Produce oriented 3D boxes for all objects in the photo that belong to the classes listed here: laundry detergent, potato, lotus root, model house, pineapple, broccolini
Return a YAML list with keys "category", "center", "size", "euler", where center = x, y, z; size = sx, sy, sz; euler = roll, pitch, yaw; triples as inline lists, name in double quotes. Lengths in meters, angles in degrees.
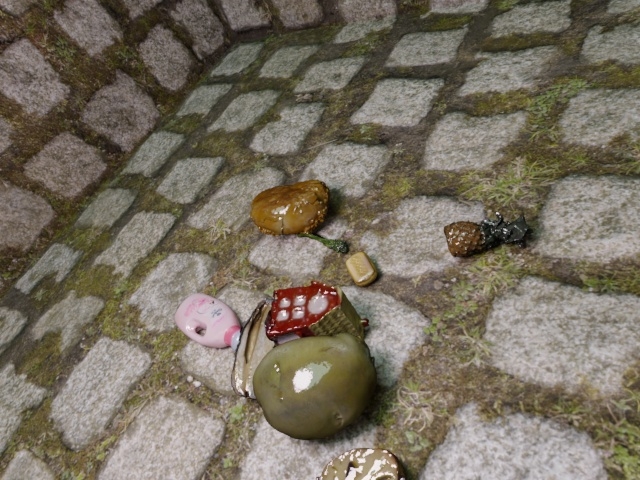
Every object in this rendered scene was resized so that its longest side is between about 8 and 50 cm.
- category: "laundry detergent"
  center: [-0.352, 0.284, 1.515]
  size: [0.335, 0.088, 0.159]
  euler: [19, 64, 40]
- category: "potato"
  center: [-0.017, 0.369, 1.148]
  size: [0.326, 0.221, 0.243]
  euler: [-13, 45, 14]
- category: "lotus root"
  center: [-0.174, 0.327, 1.376]
  size: [0.166, 0.078, 0.330]
  euler: [16, 52, -3]
- category: "model house"
  center: [0.000, 0.225, 1.287]
  size: [0.253, 0.196, 0.160]
  euler: [-15, 44, 17]
- category: "pineapple"
  center: [0.480, -0.017, 1.294]
  size: [0.237, 0.111, 0.119]
  euler: [-13, 77, 13]
- category: "lotus root"
  center: [0.074, 0.573, 1.021]
  size: [0.260, 0.074, 0.170]
  euler: [-36, 43, -1]
- category: "broccolini"
  center: [0.000, 0.000, 1.598]
  size: [0.239, 0.051, 0.054]
  euler: [18, 72, 42]

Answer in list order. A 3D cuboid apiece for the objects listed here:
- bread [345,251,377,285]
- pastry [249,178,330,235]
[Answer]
- category: "bread"
  center: [0.132, 0.093, 1.427]
  size: [0.082, 0.056, 0.115]
  euler: [-36, 48, 3]
- category: "pastry"
  center: [-0.103, -0.111, 1.663]
  size: [0.310, 0.162, 0.255]
  euler: [-9, 27, 22]
